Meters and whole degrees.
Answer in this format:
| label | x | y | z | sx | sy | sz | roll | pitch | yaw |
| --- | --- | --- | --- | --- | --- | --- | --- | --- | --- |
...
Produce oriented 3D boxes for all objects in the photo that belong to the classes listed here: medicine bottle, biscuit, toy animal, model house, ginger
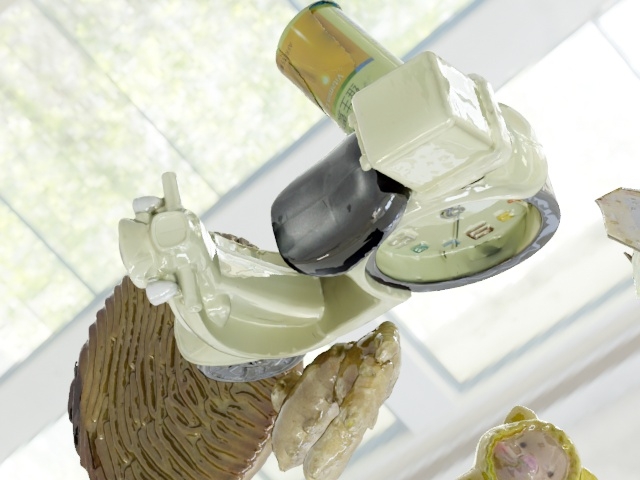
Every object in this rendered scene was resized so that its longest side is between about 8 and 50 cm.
| label | x | y | z | sx | sy | sz | roll | pitch | yaw |
| --- | --- | --- | --- | --- | --- | --- | --- | --- | --- |
| medicine bottle | 0.054 | -0.189 | 1.735 | 0.124 | 0.239 | 0.124 | -32 | 149 | -21 |
| biscuit | -0.149 | 0.139 | 1.476 | 0.318 | 0.040 | 0.318 | -15 | -118 | 32 |
| toy animal | 0.214 | 0.316 | 1.652 | 0.230 | 0.156 | 0.156 | -43 | -168 | -5 |
| model house | 0.431 | 0.039 | 1.704 | 0.219 | 0.207 | 0.136 | -93 | -172 | -67 |
| ginger | 0.012 | 0.126 | 1.084 | 0.176 | 0.052 | 0.193 | -51 | -162 | 21 |

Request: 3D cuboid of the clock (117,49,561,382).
| label | x | y | z | sx | sy | sz | roll | pitch | yaw |
| --- | --- | --- | --- | --- | --- | --- | --- | --- | --- |
| clock | 0.000 | 0.000 | 1.107 | 0.379 | 0.276 | 0.120 | -30 | -122 | 23 |
